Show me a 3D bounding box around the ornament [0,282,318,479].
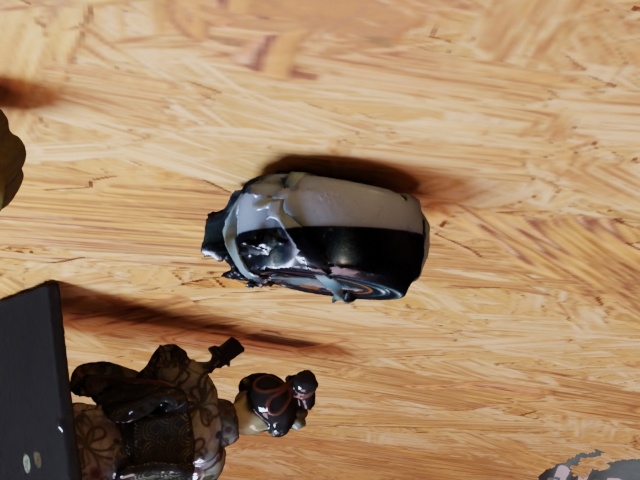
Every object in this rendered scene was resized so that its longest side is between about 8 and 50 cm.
[{"bbox_3d":[-0.102,0.111,1.243,0.196,0.166,0.153,-4,174,-26],"label":"ornament"}]

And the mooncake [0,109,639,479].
[{"bbox_3d":[-0.016,0.040,0.788,0.347,0.057,0.150,38,147,-25],"label":"mooncake"}]

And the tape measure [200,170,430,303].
[{"bbox_3d":[0.001,0.000,0.841,0.091,0.054,0.094,10,171,-19],"label":"tape measure"}]
